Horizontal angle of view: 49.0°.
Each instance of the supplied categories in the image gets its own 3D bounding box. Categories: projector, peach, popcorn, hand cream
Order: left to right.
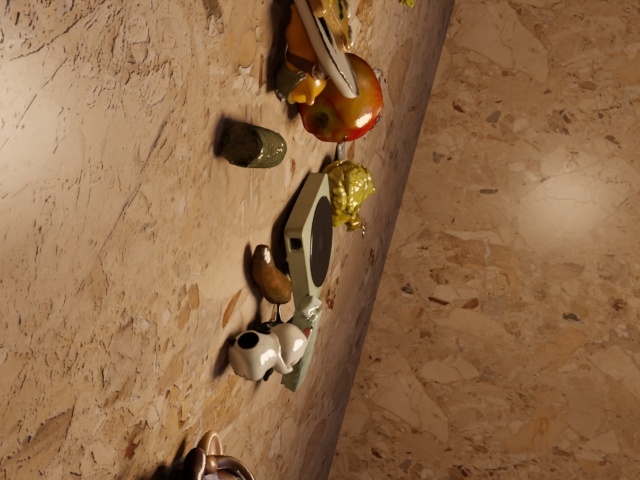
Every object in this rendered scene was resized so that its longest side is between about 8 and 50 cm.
[{"bbox_3d":[-0.030,0.001,1.741,0.259,0.079,0.257,-69,159,-49],"label":"projector"},{"bbox_3d":[0.042,-0.304,1.478,0.197,0.197,0.197,16,90,-78],"label":"peach"},{"bbox_3d":[0.068,-0.119,1.898,0.168,0.174,0.195,-81,-171,-79],"label":"popcorn"},{"bbox_3d":[0.149,-0.420,2.122,0.257,0.050,0.084,92,22,-58],"label":"hand cream"}]

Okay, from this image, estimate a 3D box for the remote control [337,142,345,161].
[{"bbox_3d":[0.054,-0.196,2.019,0.050,0.027,0.184,-54,149,-58],"label":"remote control"}]

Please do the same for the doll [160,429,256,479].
[{"bbox_3d":[-0.219,0.510,1.295,0.340,0.209,0.318,14,95,-80],"label":"doll"}]

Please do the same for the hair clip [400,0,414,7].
[{"bbox_3d":[0.263,-0.775,2.165,0.173,0.046,0.072,-7,110,-79],"label":"hair clip"}]

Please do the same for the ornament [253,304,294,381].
[{"bbox_3d":[-0.103,0.201,1.733,0.202,0.080,0.236,97,17,-48],"label":"ornament"}]

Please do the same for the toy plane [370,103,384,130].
[{"bbox_3d":[0.119,-0.348,2.027,0.130,0.061,0.189,48,63,-43],"label":"toy plane"}]

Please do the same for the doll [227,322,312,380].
[{"bbox_3d":[-0.112,0.241,1.529,0.181,0.110,0.107,-9,94,-31],"label":"doll"}]

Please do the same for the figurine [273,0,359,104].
[{"bbox_3d":[-0.041,-0.354,1.306,0.250,0.141,0.166,64,18,-16],"label":"figurine"}]

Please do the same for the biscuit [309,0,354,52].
[{"bbox_3d":[0.004,-0.447,1.243,0.240,0.035,0.158,45,31,-53],"label":"biscuit"}]

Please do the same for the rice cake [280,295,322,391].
[{"bbox_3d":[-0.049,0.258,1.730,0.066,0.063,0.336,-54,165,-42],"label":"rice cake"}]

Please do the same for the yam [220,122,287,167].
[{"bbox_3d":[-0.112,-0.162,1.226,0.179,0.078,0.078,-22,128,-78],"label":"yam"}]

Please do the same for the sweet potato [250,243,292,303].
[{"bbox_3d":[-0.113,0.083,1.554,0.273,0.075,0.075,68,40,-65],"label":"sweet potato"}]
